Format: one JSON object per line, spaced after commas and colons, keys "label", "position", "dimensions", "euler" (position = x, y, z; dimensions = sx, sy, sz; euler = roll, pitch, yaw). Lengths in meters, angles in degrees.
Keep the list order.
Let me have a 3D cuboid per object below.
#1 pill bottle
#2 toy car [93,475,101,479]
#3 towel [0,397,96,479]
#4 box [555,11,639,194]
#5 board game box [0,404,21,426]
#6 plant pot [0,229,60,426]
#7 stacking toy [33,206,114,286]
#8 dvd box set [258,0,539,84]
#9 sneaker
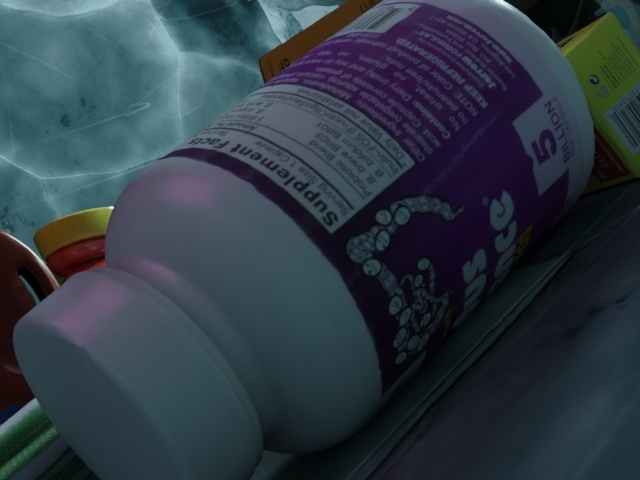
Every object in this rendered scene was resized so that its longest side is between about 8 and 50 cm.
{"label": "pill bottle", "position": [-0.002, 0.002, 0.566], "dimensions": [0.301, 0.169, 0.169], "euler": [-41, 7, -31]}
{"label": "toy car", "position": [-0.167, 0.118, 0.967], "dimensions": [0.239, 0.053, 0.225], "euler": [-45, 19, -7]}
{"label": "towel", "position": [-0.204, 0.177, 0.662], "dimensions": [0.248, 0.038, 0.325], "euler": [-44, -5, -45]}
{"label": "box", "position": [0.131, -0.065, 0.711], "dimensions": [0.058, 0.087, 0.232], "euler": [-41, 8, -22]}
{"label": "board game box", "position": [-0.344, 0.210, 1.350], "dimensions": [0.302, 0.086, 0.308], "euler": [-36, 6, 11]}
{"label": "plant pot", "position": [-0.353, 0.098, 1.002], "dimensions": [0.272, 0.272, 0.265], "euler": [-40, 7, -24]}
{"label": "stacking toy", "position": [-0.201, 0.054, 1.333], "dimensions": [0.309, 0.130, 0.279], "euler": [-10, -15, -29]}
{"label": "dvd box set", "position": [0.184, -0.221, 0.938], "dimensions": [0.308, 0.062, 0.420], "euler": [-16, -3, -39]}
{"label": "sneaker", "position": [0.193, -0.135, 0.942], "dimensions": [0.122, 0.110, 0.283], "euler": [-20, -1, -31]}
